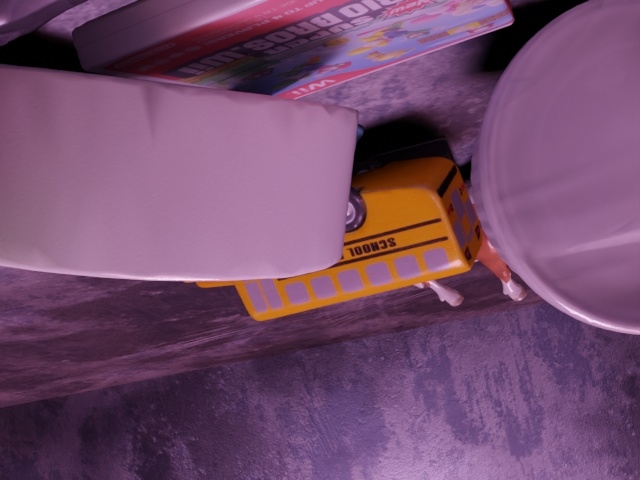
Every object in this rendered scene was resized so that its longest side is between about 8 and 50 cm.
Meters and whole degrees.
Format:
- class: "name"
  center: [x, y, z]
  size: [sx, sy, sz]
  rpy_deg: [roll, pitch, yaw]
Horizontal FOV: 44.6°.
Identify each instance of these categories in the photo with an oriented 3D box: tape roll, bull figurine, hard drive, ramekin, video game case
- class: "tape roll"
  center: [-0.121, -0.051, 0.503]
  size: [0.286, 0.100, 0.286]
  rpy_deg: [6, -171, -1]
- class: "bull figurine"
  center: [0.196, -0.002, 1.033]
  size: [0.310, 0.101, 0.188]
  rpy_deg: [-3, 136, 51]
- class: "hard drive"
  center: [0.115, -0.083, 0.944]
  size: [0.094, 0.022, 0.135]
  rpy_deg: [-14, 165, 13]
- class: "ramekin"
  center: [0.254, -0.059, 0.670]
  size: [0.273, 0.272, 0.127]
  rpy_deg: [-9, 178, -4]
- class: "video game case"
  center: [0.010, -0.136, 0.495]
  size: [0.204, 0.025, 0.285]
  rpy_deg: [-15, -179, 19]

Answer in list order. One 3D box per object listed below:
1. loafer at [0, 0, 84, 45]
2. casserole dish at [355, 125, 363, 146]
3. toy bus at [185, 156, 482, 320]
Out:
- class: "loafer"
  center: [-0.092, -0.156, 0.333]
  size: [0.303, 0.095, 0.109]
  rpy_deg: [-26, -163, -13]
- class: "casserole dish"
  center: [-0.044, -0.085, 0.793]
  size: [0.188, 0.037, 0.114]
  rpy_deg: [-8, 166, -14]
- class: "toy bus"
  center: [0.000, 0.000, 0.882]
  size: [0.333, 0.130, 0.108]
  rpy_deg: [-16, -163, 27]
